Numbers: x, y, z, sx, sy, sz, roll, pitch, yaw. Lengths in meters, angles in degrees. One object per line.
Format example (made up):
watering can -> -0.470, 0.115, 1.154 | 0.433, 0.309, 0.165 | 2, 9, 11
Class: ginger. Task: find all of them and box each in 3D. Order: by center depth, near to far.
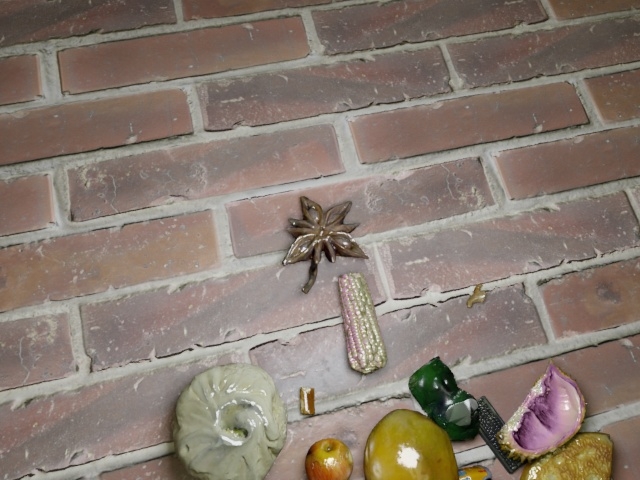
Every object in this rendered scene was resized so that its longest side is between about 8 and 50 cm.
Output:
ginger -> 0.531, 0.193, 1.783 | 0.048, 0.030, 0.097 | 23, 66, 32

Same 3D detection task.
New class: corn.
corn -> 0.130, 0.257, 1.687 | 0.126, 0.126, 0.335 | -6, 69, -7

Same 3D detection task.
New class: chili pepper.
chili pepper -> 0.388, 0.500, 1.622 | 0.148, 0.116, 0.264 | -29, 76, -10

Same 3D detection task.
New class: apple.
apple -> 0.022, 0.644, 1.527 | 0.146, 0.146, 0.146 | 1, 72, -4

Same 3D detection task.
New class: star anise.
star anise -> 0.002, -0.001, 1.765 | 0.292, 0.109, 0.349 | -16, 63, -3

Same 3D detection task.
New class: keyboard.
keyboard -> 0.552, 0.605, 1.650 | 0.093, 0.025, 0.230 | -35, 78, -12

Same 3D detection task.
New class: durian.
durian -> 0.683, 0.551, 1.629 | 0.191, 0.112, 0.341 | 42, 70, 7

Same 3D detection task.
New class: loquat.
loquat -> 0.258, 0.631, 1.500 | 0.276, 0.276, 0.284 | 16, 68, 1

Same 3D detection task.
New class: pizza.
pizza -> 0.746, 0.689, 1.607 | 0.258, 0.087, 0.268 | 17, 70, 5

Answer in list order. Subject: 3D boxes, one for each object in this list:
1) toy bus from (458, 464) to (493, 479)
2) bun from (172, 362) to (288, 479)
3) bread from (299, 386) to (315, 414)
toy bus -> 0.433, 0.768, 1.527 | 0.136, 0.126, 0.209 | 0, 74, -9
bun -> -0.258, 0.531, 1.508 | 0.359, 0.211, 0.360 | 1, 70, -4
bread -> -0.041, 0.496, 1.630 | 0.047, 0.036, 0.083 | 3, 70, -13
